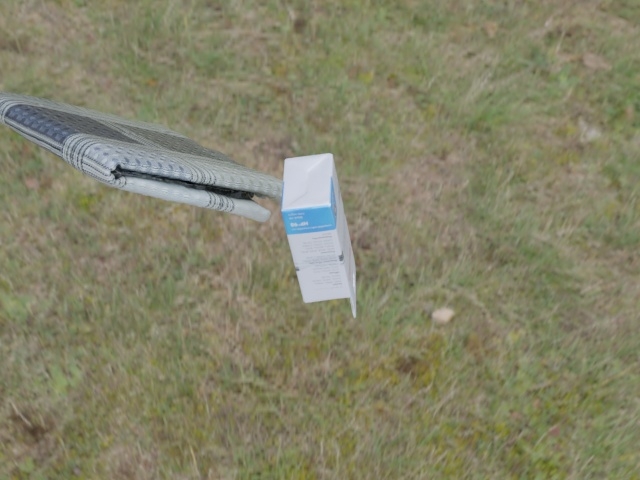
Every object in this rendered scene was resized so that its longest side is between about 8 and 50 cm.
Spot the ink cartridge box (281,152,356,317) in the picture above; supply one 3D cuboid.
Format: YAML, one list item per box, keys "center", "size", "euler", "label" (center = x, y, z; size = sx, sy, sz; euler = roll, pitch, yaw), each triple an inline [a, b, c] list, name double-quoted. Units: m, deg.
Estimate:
- center: [0.000, 0.000, 1.426]
  size: [0.060, 0.180, 0.104]
  euler: [-7, 38, 7]
  label: "ink cartridge box"

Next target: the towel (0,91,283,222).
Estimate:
- center: [-0.234, -0.107, 1.526]
  size: [0.312, 0.324, 0.056]
  euler: [26, 103, 40]
  label: "towel"
